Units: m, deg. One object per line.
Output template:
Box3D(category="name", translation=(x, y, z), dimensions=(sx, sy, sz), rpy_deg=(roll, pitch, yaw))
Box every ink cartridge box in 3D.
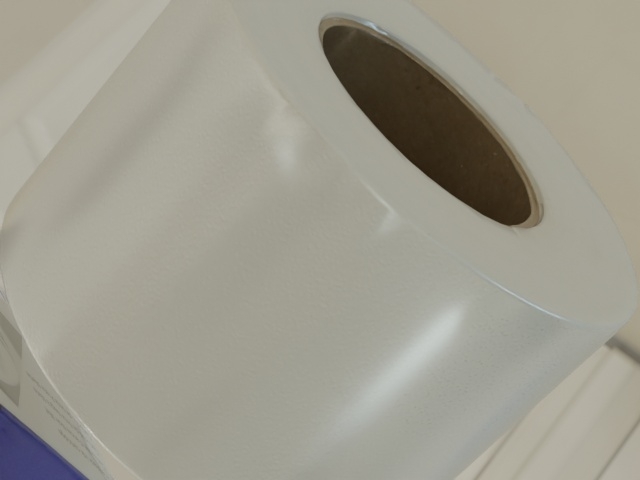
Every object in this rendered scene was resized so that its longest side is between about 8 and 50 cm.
Box3D(category="ink cartridge box", translation=(-0.172, 0.086, 0.751), dimensions=(0.224, 0.045, 0.223), rpy_deg=(57, 177, 32))

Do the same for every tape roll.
Box3D(category="tape roll", translation=(0.000, 0.000, 0.657), dimensions=(0.246, 0.246, 0.169), rpy_deg=(43, 113, -1))
